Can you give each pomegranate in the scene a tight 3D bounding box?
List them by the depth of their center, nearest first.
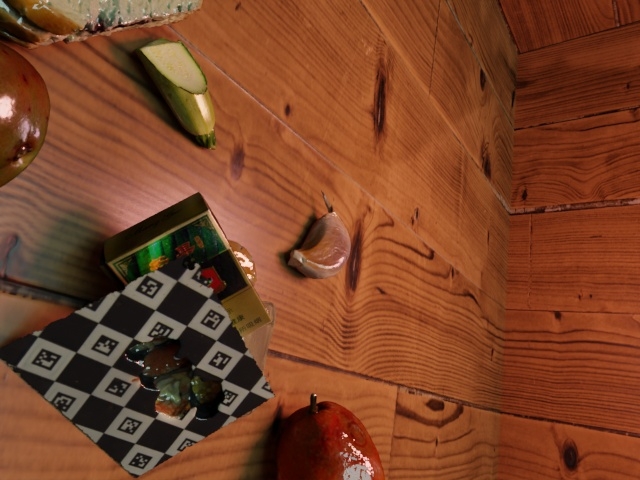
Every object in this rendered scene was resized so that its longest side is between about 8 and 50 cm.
[{"bbox_3d":[-0.397,-0.144,0.475,0.209,0.180,0.180,25,61,-10],"label":"pomegranate"}]

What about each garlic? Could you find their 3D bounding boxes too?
[{"bbox_3d":[0.009,-0.002,1.055,0.128,0.090,0.198,43,58,-27],"label":"garlic"}]

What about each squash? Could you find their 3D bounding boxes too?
[{"bbox_3d":[-0.216,-0.237,0.777,0.090,0.075,0.200,-87,154,-55],"label":"squash"}]

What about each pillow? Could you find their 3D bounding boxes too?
[{"bbox_3d":[-0.134,0.221,0.872,0.130,0.033,0.218,15,82,-58],"label":"pillow"}]

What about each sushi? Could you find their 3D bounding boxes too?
[{"bbox_3d":[-0.235,0.177,0.669,0.263,0.050,0.290,-29,119,-6],"label":"sushi"}]

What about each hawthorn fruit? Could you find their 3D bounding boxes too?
[{"bbox_3d":[0.012,0.428,0.921,0.224,0.224,0.261,-3,77,-53],"label":"hawthorn fruit"}]

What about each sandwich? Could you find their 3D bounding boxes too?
[{"bbox_3d":[-0.307,-0.345,0.645,0.288,0.099,0.255,26,60,-49],"label":"sandwich"}]

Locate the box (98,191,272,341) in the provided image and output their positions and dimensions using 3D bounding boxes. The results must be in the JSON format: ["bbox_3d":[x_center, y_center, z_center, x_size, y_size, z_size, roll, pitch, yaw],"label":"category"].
[{"bbox_3d":[-0.191,0.067,0.703,0.159,0.071,0.240,-28,127,-7],"label":"box"}]

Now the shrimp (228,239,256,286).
[{"bbox_3d":[-0.195,0.050,0.798,0.217,0.051,0.115,15,77,-46],"label":"shrimp"}]
